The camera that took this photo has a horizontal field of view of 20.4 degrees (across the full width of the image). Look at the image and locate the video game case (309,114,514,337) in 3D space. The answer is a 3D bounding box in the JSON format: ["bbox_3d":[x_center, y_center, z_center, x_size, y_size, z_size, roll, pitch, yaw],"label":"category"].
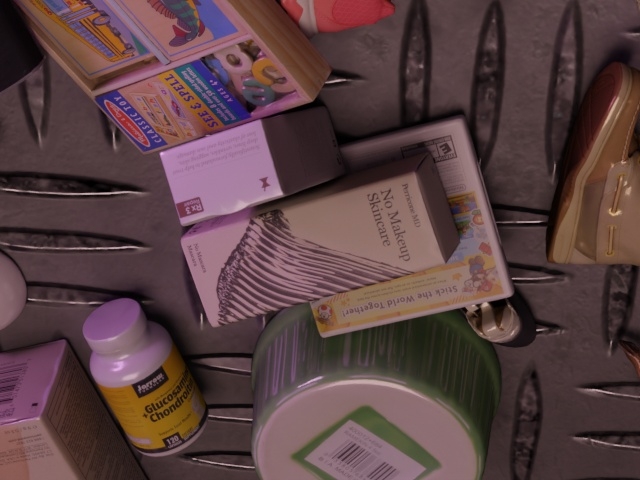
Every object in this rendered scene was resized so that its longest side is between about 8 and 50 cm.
[{"bbox_3d":[0.077,-0.013,1.945,0.227,0.026,0.206,-13,103,17],"label":"video game case"}]

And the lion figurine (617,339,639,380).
[{"bbox_3d":[0.532,0.229,2.078,0.392,0.142,0.240,13,137,15],"label":"lion figurine"}]

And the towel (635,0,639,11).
[{"bbox_3d":[0.353,-0.291,1.743,0.110,0.027,0.148,-4,127,11],"label":"towel"}]

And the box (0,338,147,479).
[{"bbox_3d":[-0.315,0.289,2.200,0.121,0.148,0.311,-12,124,17],"label":"box"}]

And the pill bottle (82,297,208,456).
[{"bbox_3d":[-0.211,0.161,2.113,0.103,0.103,0.184,-13,125,17],"label":"pill bottle"}]

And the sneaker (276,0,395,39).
[{"bbox_3d":[0.019,-0.334,1.716,0.136,0.116,0.314,-4,135,-3],"label":"sneaker"}]

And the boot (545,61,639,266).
[{"bbox_3d":[0.361,-0.064,1.874,0.203,0.095,0.262,11,130,-1],"label":"boot"}]

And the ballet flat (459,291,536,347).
[{"bbox_3d":[0.180,0.068,2.016,0.074,0.074,0.203,-24,121,23],"label":"ballet flat"}]

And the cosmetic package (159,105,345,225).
[{"bbox_3d":[-0.065,-0.080,1.823,0.117,0.231,0.085,-16,92,16],"label":"cosmetic package"}]

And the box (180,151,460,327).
[{"bbox_3d":[0.000,0.000,1.903,0.275,0.094,0.113,-17,101,19],"label":"box"}]

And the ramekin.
[{"bbox_3d":[0.060,0.210,2.090,0.303,0.148,0.303,3,128,4],"label":"ramekin"}]

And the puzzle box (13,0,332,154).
[{"bbox_3d":[-0.211,-0.264,1.755,0.272,0.052,0.409,-13,129,45],"label":"puzzle box"}]

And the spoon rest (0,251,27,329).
[{"bbox_3d":[-0.485,0.073,2.107,0.276,0.084,0.137,-13,127,0],"label":"spoon rest"}]

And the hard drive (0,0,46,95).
[{"bbox_3d":[-0.423,-0.181,1.798,0.254,0.054,0.172,-22,131,4],"label":"hard drive"}]
